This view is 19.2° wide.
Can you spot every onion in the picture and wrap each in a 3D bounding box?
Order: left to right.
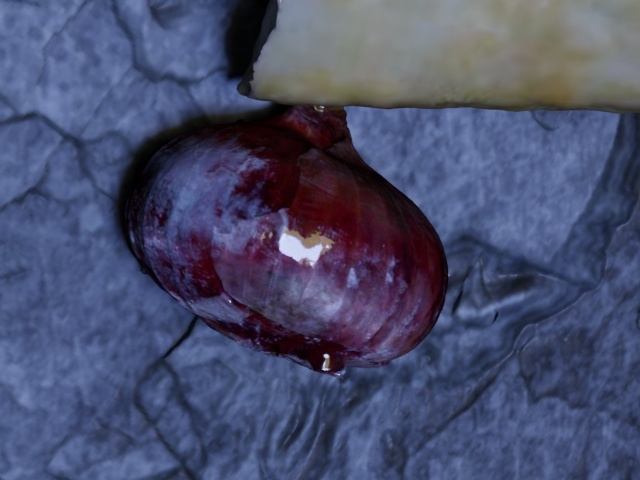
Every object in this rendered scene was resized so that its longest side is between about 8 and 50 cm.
[{"bbox_3d":[0.000,0.000,1.019,0.206,0.098,0.151,15,100,-36],"label":"onion"}]

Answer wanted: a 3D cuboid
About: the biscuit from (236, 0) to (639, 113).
[{"bbox_3d":[0.187,-0.254,0.908,0.446,0.104,0.429,2,121,-2],"label":"biscuit"}]
